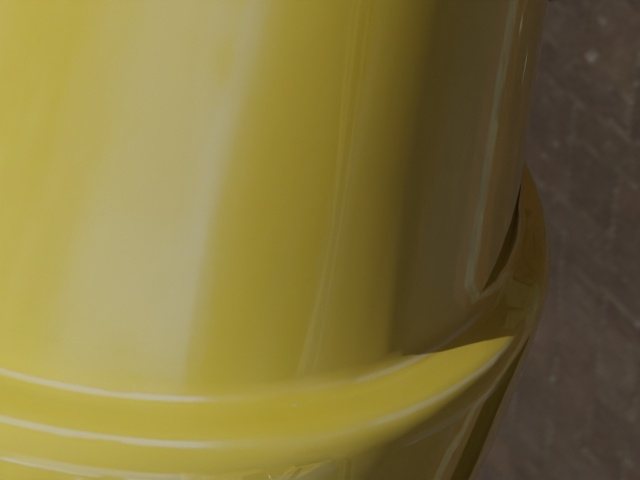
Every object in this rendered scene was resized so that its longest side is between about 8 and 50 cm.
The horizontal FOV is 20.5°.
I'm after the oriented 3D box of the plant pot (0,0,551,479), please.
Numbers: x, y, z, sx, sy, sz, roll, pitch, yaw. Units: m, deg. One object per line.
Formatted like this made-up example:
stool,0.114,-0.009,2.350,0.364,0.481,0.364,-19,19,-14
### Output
plant pot,-0.045,-0.061,0.440,0.254,0.254,0.239,39,129,27
